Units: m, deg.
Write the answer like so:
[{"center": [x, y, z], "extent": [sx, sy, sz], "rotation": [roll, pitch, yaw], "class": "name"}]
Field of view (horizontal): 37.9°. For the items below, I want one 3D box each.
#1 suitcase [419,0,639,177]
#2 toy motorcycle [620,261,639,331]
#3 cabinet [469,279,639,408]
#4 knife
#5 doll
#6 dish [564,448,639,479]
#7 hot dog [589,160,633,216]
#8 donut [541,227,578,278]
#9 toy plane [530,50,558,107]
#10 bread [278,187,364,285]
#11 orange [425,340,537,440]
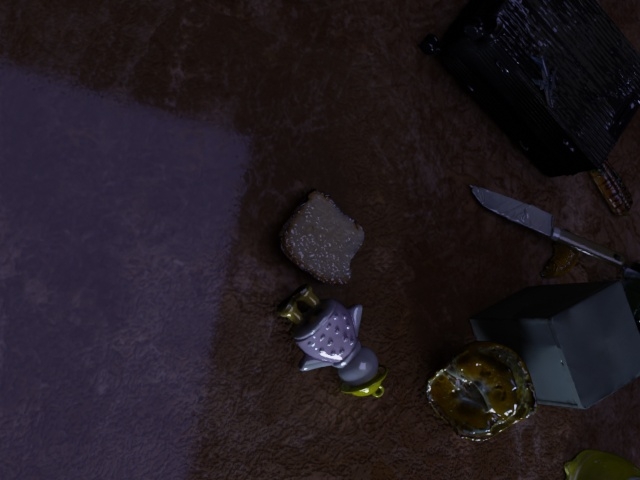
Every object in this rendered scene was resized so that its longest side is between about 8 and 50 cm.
[{"center": [0.363, -0.290, 1.517], "extent": [0.335, 0.152, 0.230], "rotation": [44, 70, -19], "class": "suitcase"}, {"center": [0.571, 0.131, 1.542], "extent": [0.275, 0.205, 0.127], "rotation": [-45, 149, -35], "class": "toy motorcycle"}, {"center": [0.364, 0.157, 1.438], "extent": [0.150, 0.206, 0.145], "rotation": [-24, 96, -26], "class": "cabinet"}, {"center": [0.373, -0.026, 1.537], "extent": [0.297, 0.017, 0.047], "rotation": [22, 71, -8], "class": "knife"}, {"center": [0.026, 0.151, 1.342], "extent": [0.129, 0.081, 0.207], "rotation": [-45, 107, -15], "class": "doll"}, {"center": [0.498, 0.430, 1.551], "extent": [0.207, 0.080, 0.149], "rotation": [37, 70, -20], "class": "dish"}, {"center": [0.511, -0.096, 1.630], "extent": [0.049, 0.037, 0.122], "rotation": [-43, 106, -26], "class": "hot dog"}, {"center": [0.403, 0.025, 1.564], "extent": [0.083, 0.038, 0.067], "rotation": [-31, 102, -27], "class": "donut"}, {"center": [0.341, -0.241, 1.404], "extent": [0.078, 0.024, 0.084], "rotation": [-31, 103, -42], "class": "toy plane"}, {"center": [0.000, 0.000, 1.366], "extent": [0.129, 0.044, 0.126], "rotation": [37, 63, -16], "class": "bread"}, {"center": [0.247, 0.219, 1.407], "extent": [0.112, 0.169, 0.160], "rotation": [-40, 136, -62], "class": "orange"}]
